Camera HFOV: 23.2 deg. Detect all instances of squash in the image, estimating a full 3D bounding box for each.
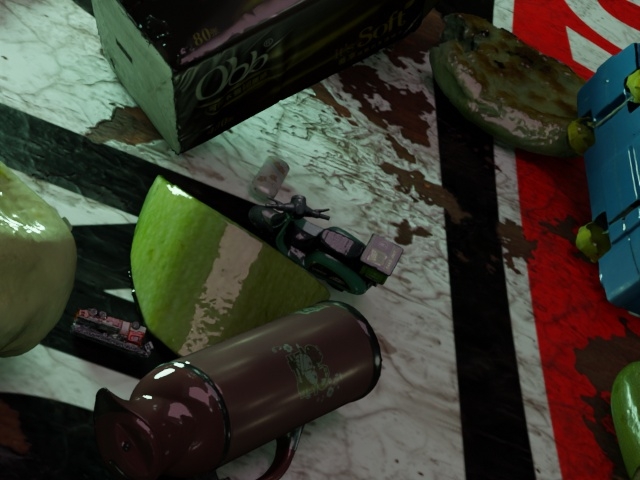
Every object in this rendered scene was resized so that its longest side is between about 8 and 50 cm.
[{"bbox_3d":[0.378,0.212,1.782,0.095,0.095,0.188,19,31,-18],"label":"squash"},{"bbox_3d":[-0.121,0.047,1.656,0.237,0.155,0.204,32,-3,2],"label":"squash"}]

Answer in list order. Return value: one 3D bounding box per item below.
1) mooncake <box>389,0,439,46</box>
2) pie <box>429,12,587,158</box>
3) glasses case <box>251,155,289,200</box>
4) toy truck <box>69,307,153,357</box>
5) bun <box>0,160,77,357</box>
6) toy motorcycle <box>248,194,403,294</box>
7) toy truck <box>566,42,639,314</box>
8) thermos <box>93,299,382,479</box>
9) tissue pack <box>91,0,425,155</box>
[{"bbox_3d":[0.014,-0.454,2.181,0.394,0.246,0.393,32,46,-13],"label":"mooncake"},{"bbox_3d":[0.291,-0.223,2.282,0.302,0.067,0.302,21,34,-15],"label":"pie"},{"bbox_3d":[-0.059,-0.075,1.854,0.032,0.021,0.083,32,34,-4],"label":"glasses case"},{"bbox_3d":[-0.203,0.090,1.528,0.083,0.024,0.032,19,58,-15],"label":"toy truck"},{"bbox_3d":[-0.348,0.014,1.398,0.259,0.160,0.259,29,18,-10],"label":"bun"},{"bbox_3d":[0.000,0.000,1.736,0.173,0.100,0.058,29,63,1],"label":"toy motorcycle"},{"bbox_3d":[0.444,-0.081,2.093,0.162,0.161,0.385,22,47,-27],"label":"toy truck"},{"bbox_3d":[-0.083,0.161,1.477,0.109,0.136,0.330,19,24,34],"label":"thermos"},{"bbox_3d":[-0.076,-0.283,1.840,0.370,0.198,0.210,-30,67,-18],"label":"tissue pack"}]
